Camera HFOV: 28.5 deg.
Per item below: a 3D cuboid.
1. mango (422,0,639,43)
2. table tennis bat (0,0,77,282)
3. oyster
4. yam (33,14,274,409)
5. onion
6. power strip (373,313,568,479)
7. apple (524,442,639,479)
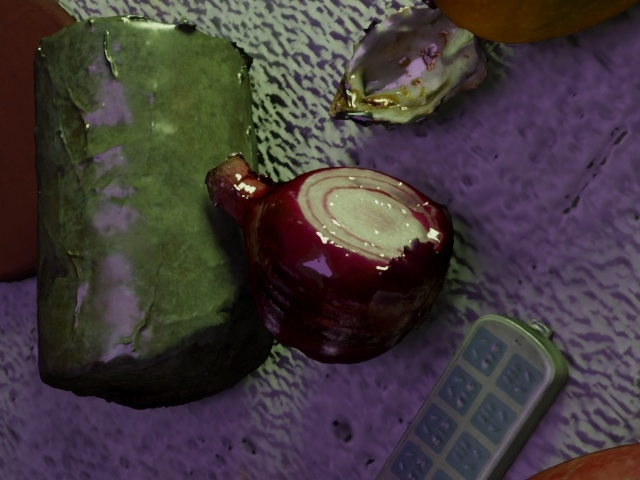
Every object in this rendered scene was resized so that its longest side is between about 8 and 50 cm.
[{"bbox_3d":[0.213,-0.282,0.877,0.359,0.144,0.187,-46,74,13],"label":"mango"},{"bbox_3d":[-0.337,-0.156,1.270,0.268,0.051,0.415,-30,70,25],"label":"table tennis bat"},{"bbox_3d":[0.072,-0.133,0.996,0.148,0.051,0.103,-12,65,22],"label":"oyster"},{"bbox_3d":[-0.139,-0.017,1.039,0.195,0.195,0.300,-12,76,31],"label":"yam"},{"bbox_3d":[-0.004,0.014,0.949,0.198,0.173,0.135,24,115,19],"label":"onion"},{"bbox_3d":[0.103,0.155,0.948,0.080,0.029,0.227,38,104,31],"label":"power strip"},{"bbox_3d":[0.229,0.282,0.724,0.344,0.269,0.345,-12,59,21],"label":"apple"}]
